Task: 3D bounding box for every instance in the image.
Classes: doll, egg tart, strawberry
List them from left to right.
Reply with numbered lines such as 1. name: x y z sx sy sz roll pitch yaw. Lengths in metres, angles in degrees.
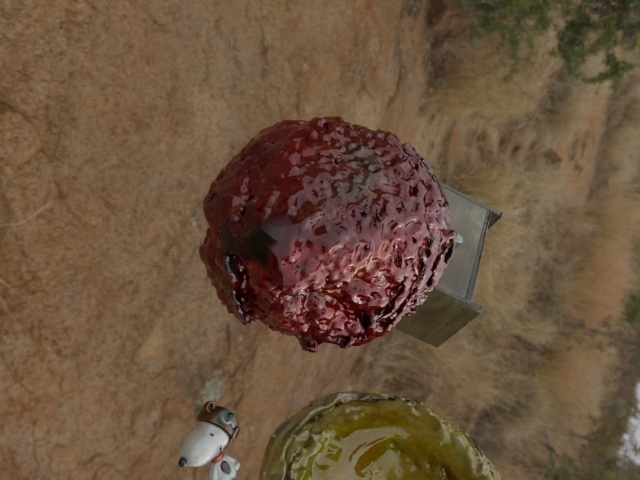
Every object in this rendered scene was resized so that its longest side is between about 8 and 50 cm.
1. doll: -0.082 0.173 0.496 0.058 0.040 0.085 -56 130 -34
2. strawberry: 0.000 0.000 0.640 0.220 0.274 0.274 -65 165 -77
3. egg tart: 0.065 0.297 0.699 0.288 0.288 0.118 -44 148 -44

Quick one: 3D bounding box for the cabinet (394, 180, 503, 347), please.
1. cabinet: 0.121 0.011 0.863 0.175 0.215 0.148 -66 -176 -33
